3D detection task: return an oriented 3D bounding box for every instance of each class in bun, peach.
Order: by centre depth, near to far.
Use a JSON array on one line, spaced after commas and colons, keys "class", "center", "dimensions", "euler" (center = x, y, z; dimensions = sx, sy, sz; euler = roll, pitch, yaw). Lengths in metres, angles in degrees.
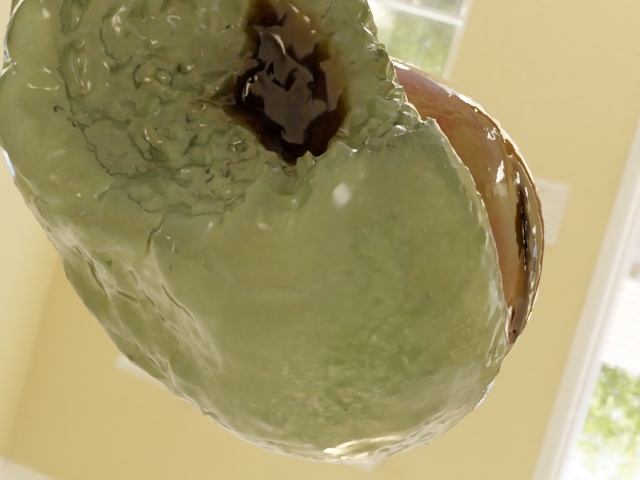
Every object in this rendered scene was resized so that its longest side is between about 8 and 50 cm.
[{"class": "bun", "center": [-0.030, -0.028, 0.413], "dimensions": [0.126, 0.204, 0.212], "euler": [-23, -141, -2]}, {"class": "peach", "center": [0.000, 0.000, 1.134], "dimensions": [0.370, 0.370, 0.370], "euler": [16, -176, -1]}]
